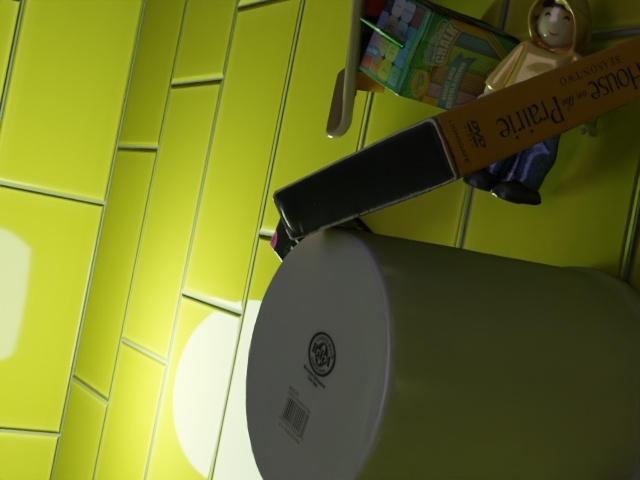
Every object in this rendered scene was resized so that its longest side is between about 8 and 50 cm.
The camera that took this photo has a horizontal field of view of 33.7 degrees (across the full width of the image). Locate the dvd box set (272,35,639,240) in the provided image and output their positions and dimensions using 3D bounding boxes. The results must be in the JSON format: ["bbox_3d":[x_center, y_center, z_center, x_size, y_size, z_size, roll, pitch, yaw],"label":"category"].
[{"bbox_3d":[0.193,-0.121,1.089,0.307,0.420,0.062,-19,94,59],"label":"dvd box set"}]

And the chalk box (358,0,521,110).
[{"bbox_3d":[0.151,-0.272,1.527,0.132,0.213,0.132,49,123,55],"label":"chalk box"}]

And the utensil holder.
[{"bbox_3d":[0.151,0.162,1.206,0.327,0.385,0.328,-29,55,53],"label":"utensil holder"}]

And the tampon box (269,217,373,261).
[{"bbox_3d":[0.000,0.000,1.809,0.161,0.101,0.120,50,122,54],"label":"tampon box"}]

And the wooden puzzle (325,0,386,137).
[{"bbox_3d":[0.083,-0.370,1.686,0.322,0.080,0.348,-81,1,-62],"label":"wooden puzzle"}]

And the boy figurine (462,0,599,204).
[{"bbox_3d":[0.289,-0.188,1.370,0.177,0.092,0.285,31,111,36],"label":"boy figurine"}]
